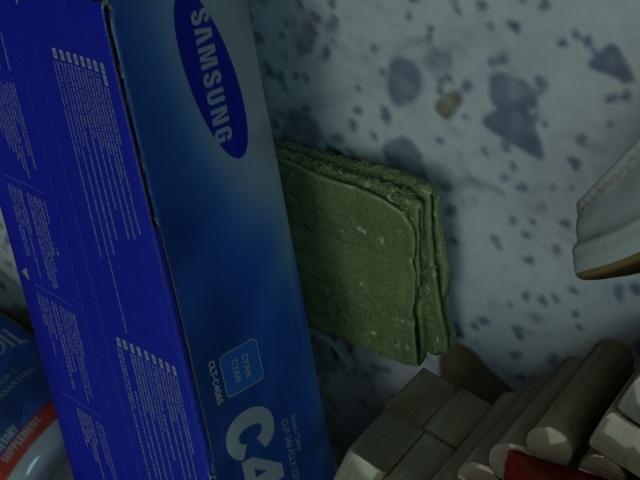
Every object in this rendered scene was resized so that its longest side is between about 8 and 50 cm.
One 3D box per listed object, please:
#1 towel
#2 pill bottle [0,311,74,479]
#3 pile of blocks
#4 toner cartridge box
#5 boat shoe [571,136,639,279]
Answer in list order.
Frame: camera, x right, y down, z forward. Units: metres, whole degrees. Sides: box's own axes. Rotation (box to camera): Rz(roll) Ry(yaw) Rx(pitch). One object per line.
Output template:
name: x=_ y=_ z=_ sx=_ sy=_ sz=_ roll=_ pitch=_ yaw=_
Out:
towel: x=0.000 y=0.000 z=0.783 sx=0.148 sy=0.027 sz=0.110 roll=16 pitch=129 yaw=29
pill bottle: x=-0.239 y=0.090 z=0.969 sx=0.221 sy=0.124 sz=0.124 roll=32 pitch=135 yaw=16
pile of blocks: x=0.143 y=0.106 z=0.642 sx=0.362 sy=0.112 sz=0.149 roll=-24 pitch=99 yaw=37
toner cartridge box: x=-0.084 y=0.021 z=0.786 sx=0.165 sy=0.075 sz=0.348 roll=20 pitch=129 yaw=47
boat shoe: x=0.178 y=-0.070 z=0.552 sx=0.277 sy=0.098 sz=0.096 roll=-39 pitch=69 yaw=50
